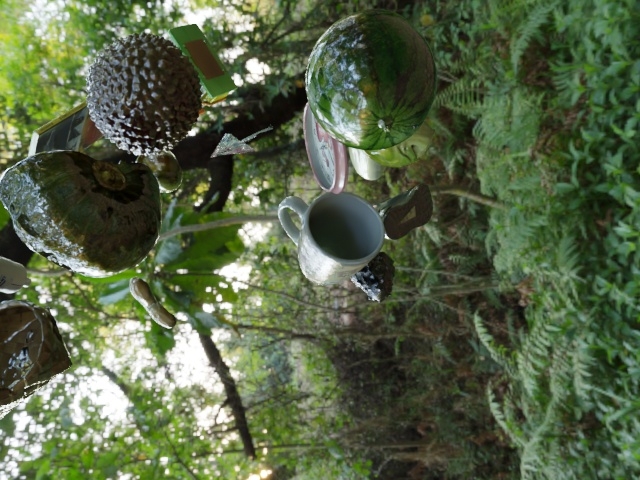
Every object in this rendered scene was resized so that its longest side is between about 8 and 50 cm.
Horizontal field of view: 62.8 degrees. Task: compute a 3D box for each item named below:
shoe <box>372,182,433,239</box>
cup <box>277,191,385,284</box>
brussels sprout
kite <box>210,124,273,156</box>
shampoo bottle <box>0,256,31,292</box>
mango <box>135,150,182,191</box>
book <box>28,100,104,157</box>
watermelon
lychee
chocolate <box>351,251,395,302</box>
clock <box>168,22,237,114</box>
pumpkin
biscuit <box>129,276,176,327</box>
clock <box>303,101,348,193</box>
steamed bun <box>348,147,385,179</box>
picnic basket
[{"bbox_3d":[0.251,-0.091,1.784,0.336,0.170,0.133,-33,-70,-44],"label":"shoe"},{"bbox_3d":[0.000,0.000,1.502,0.227,0.301,0.257,-56,-1,-35],"label":"cup"},{"bbox_3d":[0.173,-0.279,1.320,0.161,0.223,0.223,-54,12,18],"label":"brussels sprout"},{"bbox_3d":[-0.169,-0.209,1.117,0.011,0.156,0.139,70,-164,9],"label":"kite"},{"bbox_3d":[-0.871,0.077,1.362,0.303,0.092,0.092,59,-153,-69],"label":"shampoo bottle"},{"bbox_3d":[-0.484,-0.209,1.566,0.111,0.133,0.267,-64,28,16],"label":"mango"},{"bbox_3d":[-0.783,-0.349,1.677,0.262,0.028,0.374,-45,8,46],"label":"book"},{"bbox_3d":[0.090,-0.284,0.945,0.242,0.242,0.243,-3,-90,-88],"label":"watermelon"},{"bbox_3d":[-0.383,-0.324,1.174,0.267,0.267,0.268,-3,-90,-88],"label":"lychee"},{"bbox_3d":[0.178,0.131,1.625,0.156,0.156,0.133,85,167,-46],"label":"chocolate"},{"bbox_3d":[-0.406,-0.478,1.580,0.106,0.255,0.220,-38,-81,-42],"label":"clock"},{"bbox_3d":[-0.473,-0.030,1.081,0.324,0.242,0.232,2,-117,-53],"label":"pumpkin"},{"bbox_3d":[-0.467,0.171,1.442,0.164,0.047,0.208,56,159,-10],"label":"biscuit"},{"bbox_3d":[0.018,-0.234,1.274,0.244,0.056,0.245,165,90,-75],"label":"clock"},{"bbox_3d":[0.183,-0.355,1.860,0.250,0.154,0.200,-61,-18,-25],"label":"steamed bun"},{"bbox_3d":[-0.866,0.289,1.341,0.293,0.337,0.337,52,164,28],"label":"picnic basket"}]
